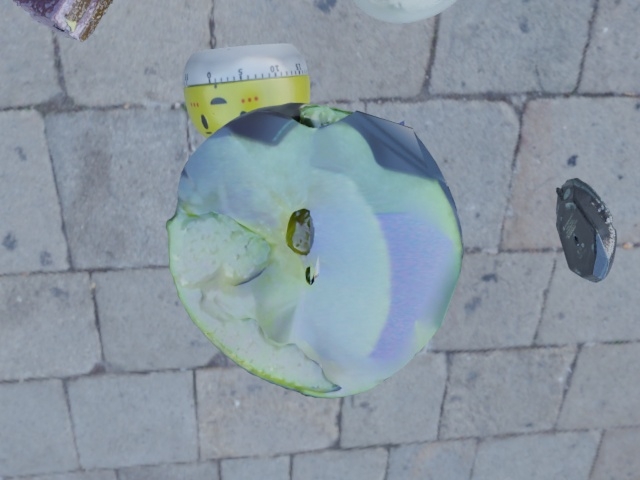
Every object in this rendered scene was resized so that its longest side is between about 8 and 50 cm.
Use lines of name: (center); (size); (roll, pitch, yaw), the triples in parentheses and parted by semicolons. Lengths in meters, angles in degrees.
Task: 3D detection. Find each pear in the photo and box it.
pear: (0.000, 0.003, 1.031); (0.399, 0.165, 0.398); (1, 95, 16)

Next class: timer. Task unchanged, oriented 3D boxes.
timer: (-0.145, -0.262, 1.556); (0.286, 0.285, 0.285); (-4, 122, -6)

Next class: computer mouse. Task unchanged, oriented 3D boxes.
computer mouse: (0.444, -0.017, 1.242); (0.062, 0.192, 0.105); (-2, 145, -10)

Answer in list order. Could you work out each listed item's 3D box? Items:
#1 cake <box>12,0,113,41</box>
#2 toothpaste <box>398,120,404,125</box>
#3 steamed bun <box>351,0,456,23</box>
cake: (-0.402, -0.475, 1.335); (0.295, 0.116, 0.112); (-44, 76, 7)
toothpaste: (0.185, -0.267, 1.745); (0.024, 0.083, 0.015); (-26, 85, 5)
steamed bun: (0.190, -0.619, 1.628); (0.325, 0.206, 0.324); (0, 147, 0)
